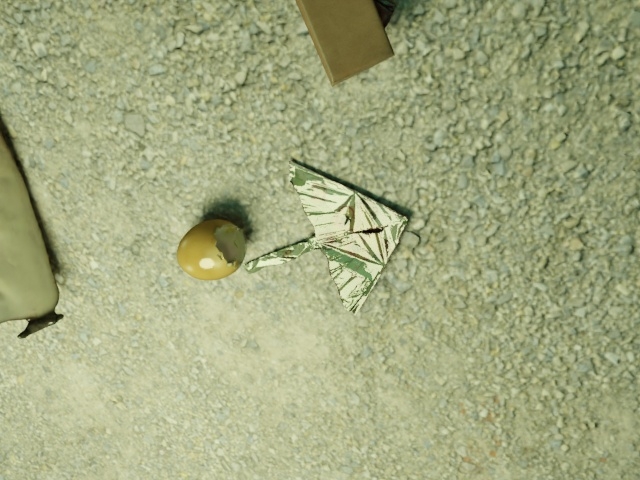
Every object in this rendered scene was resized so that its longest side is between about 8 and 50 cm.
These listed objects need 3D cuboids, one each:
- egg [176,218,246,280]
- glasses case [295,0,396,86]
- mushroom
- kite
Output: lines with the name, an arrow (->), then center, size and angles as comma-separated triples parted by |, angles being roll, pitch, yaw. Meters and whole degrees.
egg -> -0.146, 0.013, 1.093 | 0.096, 0.080, 0.080 | -11, 114, 40
glasses case -> 0.017, -0.279, 0.902 | 0.102, 0.070, 0.194 | -26, 107, -2
mushroom -> -0.575, -0.044, 1.145 | 0.313, 0.224, 0.397 | 1, 111, 33
kite -> -0.001, 0.001, 1.079 | 0.250, 0.012, 0.229 | -17, 107, 25
